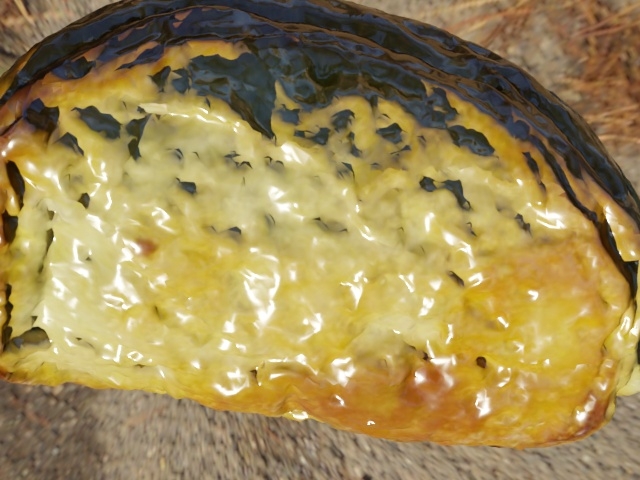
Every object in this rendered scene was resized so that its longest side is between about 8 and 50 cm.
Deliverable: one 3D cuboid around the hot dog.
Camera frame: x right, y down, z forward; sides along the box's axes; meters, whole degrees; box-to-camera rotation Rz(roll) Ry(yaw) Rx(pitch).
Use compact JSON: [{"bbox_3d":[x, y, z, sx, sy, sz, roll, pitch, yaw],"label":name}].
[{"bbox_3d":[-0.002,-0.002,0.587,0.259,0.114,0.175,9,122,-9],"label":"hot dog"}]
